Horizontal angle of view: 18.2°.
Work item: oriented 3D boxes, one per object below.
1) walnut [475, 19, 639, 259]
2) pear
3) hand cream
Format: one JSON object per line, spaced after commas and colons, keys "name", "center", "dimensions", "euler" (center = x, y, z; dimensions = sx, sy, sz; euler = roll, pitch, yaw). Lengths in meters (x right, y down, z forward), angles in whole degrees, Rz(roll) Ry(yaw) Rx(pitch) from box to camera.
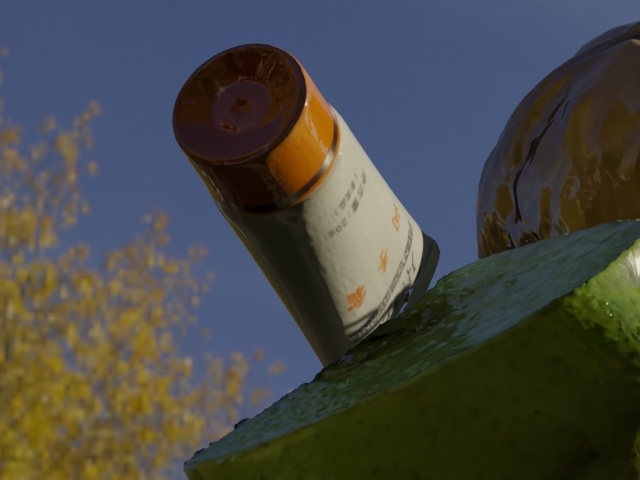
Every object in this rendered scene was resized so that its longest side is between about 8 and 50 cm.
{"name": "walnut", "center": [0.304, 0.000, 1.563], "dimensions": [0.384, 0.383, 0.383], "euler": [-1, -37, -1]}
{"name": "pear", "center": [0.107, 0.103, 1.048], "dimensions": [0.292, 0.292, 0.159], "euler": [-27, -86, 31]}
{"name": "hand cream", "center": [0.000, 0.000, 1.264], "dimensions": [0.089, 0.139, 0.314], "euler": [16, -18, 27]}
